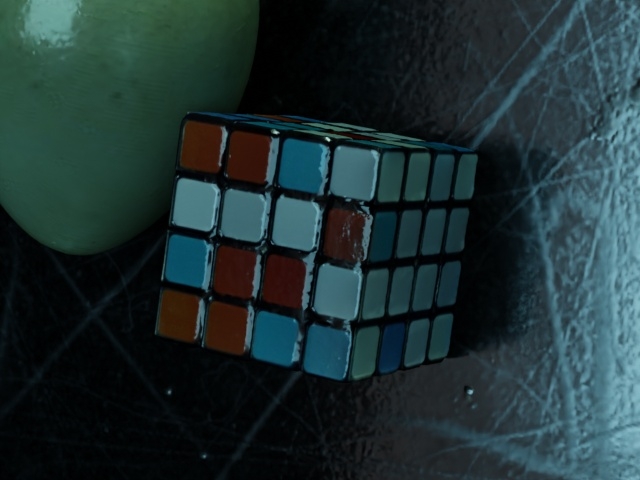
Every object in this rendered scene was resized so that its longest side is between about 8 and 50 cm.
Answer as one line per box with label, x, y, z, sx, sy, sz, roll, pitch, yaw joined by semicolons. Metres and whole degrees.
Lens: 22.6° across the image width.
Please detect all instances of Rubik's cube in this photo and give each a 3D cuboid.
Rubik's cube;0.000;0.000;1.075;0.151;0.154;0.155;11;98;27

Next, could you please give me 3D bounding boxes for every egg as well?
egg;-0.157;-0.132;1.121;0.218;0.218;0.295;22;113;27
